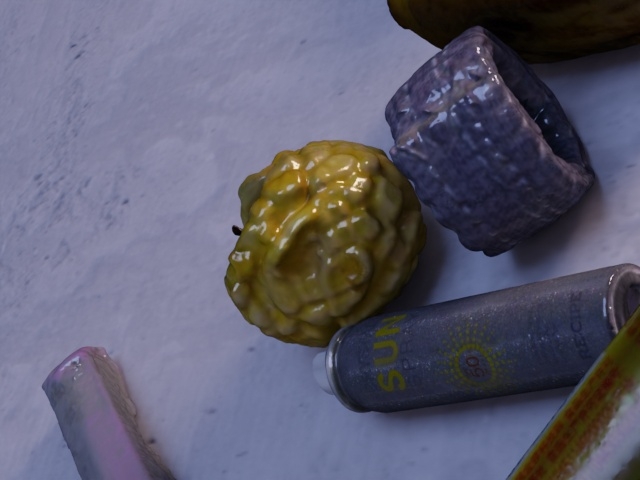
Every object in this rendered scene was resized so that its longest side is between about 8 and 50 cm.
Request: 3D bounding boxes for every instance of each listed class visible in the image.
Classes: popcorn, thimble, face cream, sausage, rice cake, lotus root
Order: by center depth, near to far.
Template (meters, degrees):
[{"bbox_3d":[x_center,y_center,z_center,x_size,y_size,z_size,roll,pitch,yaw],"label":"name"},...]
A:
[{"bbox_3d":[0.151,0.184,0.789,0.317,0.117,0.125,-55,21,6],"label":"sausage"},{"bbox_3d":[0.105,0.076,0.959,0.283,0.073,0.073,-15,53,43],"label":"face cream"},{"bbox_3d":[0.121,-0.070,0.989,0.098,0.150,0.150,-36,41,23],"label":"thimble"},{"bbox_3d":[0.166,-0.232,1.035,0.291,0.193,0.193,-7,59,47],"label":"lotus root"},{"bbox_3d":[0.000,0.000,1.090,0.170,0.180,0.180,31,88,29],"label":"popcorn"},{"bbox_3d":[-0.166,0.210,1.185,0.070,0.064,0.399,-47,36,4],"label":"rice cake"}]
